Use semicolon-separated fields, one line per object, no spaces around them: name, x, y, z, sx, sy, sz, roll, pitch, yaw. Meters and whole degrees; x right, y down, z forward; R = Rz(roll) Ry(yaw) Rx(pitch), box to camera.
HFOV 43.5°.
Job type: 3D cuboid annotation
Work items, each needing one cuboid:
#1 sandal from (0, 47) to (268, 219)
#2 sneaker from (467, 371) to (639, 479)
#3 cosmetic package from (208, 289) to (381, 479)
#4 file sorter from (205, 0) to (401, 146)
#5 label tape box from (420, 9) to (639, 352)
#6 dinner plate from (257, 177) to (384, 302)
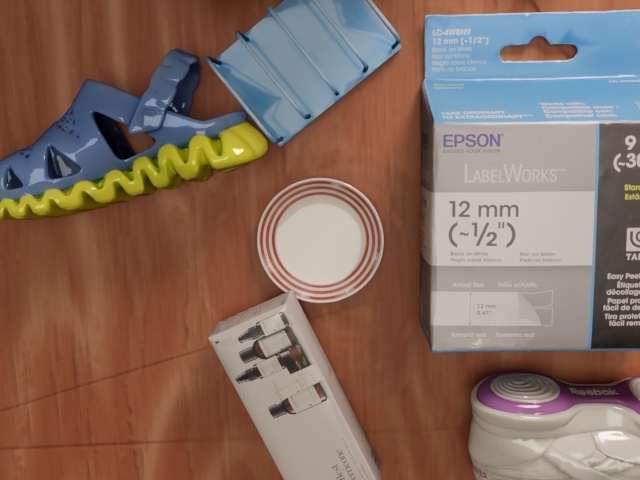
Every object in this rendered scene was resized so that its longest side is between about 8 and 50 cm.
sandal;-0.223;-0.106;0.844;0.318;0.126;0.138;-17;95;-4
sneaker;0.313;0.230;0.892;0.305;0.114;0.152;6;113;5
cosmetic package;-0.025;0.185;0.900;0.099;0.060;0.239;-25;100;11
file sorter;-0.017;-0.193;0.824;0.170;0.104;0.118;-38;95;8
label tape box;0.232;-0.063;0.832;0.249;0.115;0.347;0;101;2
dinner plate;0.000;0.000;0.898;0.141;0.017;0.141;0;98;2
